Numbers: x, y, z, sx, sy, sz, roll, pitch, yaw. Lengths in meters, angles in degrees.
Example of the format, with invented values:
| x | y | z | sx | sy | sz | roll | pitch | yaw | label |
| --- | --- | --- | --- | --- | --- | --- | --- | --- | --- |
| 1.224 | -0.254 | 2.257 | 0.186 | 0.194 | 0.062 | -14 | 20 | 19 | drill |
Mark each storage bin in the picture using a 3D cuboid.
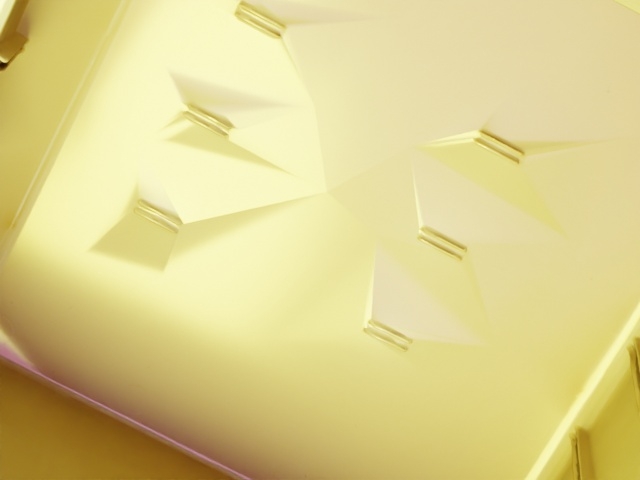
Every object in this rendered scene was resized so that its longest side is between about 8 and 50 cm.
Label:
| x | y | z | sx | sy | sz | roll | pitch | yaw | label |
| --- | --- | --- | --- | --- | --- | --- | --- | --- | --- |
| 0.000 | 0.000 | 0.572 | 0.260 | 0.123 | 0.262 | 27 | 111 | -6 | storage bin |
